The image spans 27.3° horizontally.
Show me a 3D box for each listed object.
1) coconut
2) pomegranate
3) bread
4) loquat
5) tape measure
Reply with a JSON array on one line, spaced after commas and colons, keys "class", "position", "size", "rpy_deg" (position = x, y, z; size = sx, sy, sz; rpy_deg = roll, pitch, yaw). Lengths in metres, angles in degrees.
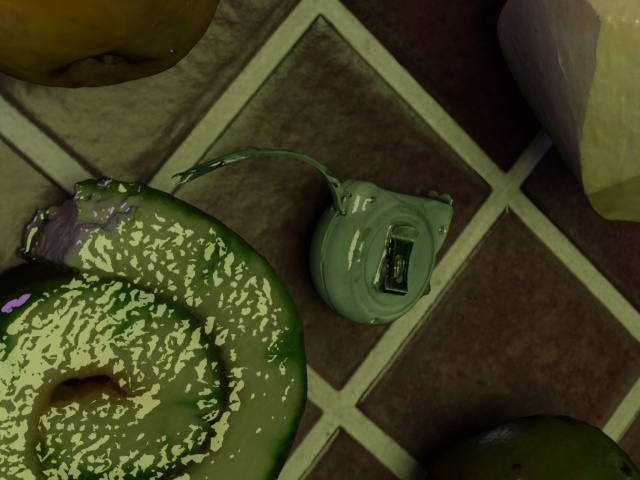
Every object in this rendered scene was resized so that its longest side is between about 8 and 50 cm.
[{"class": "coconut", "position": [0.384, -0.194, 1.338], "size": [0.415, 0.415, 0.344], "rpy_deg": [-51, 156, -12]}, {"class": "pomegranate", "position": [0.267, 0.327, 1.389], "size": [0.323, 0.291, 0.290], "rpy_deg": [4, 93, -25]}, {"class": "bread", "position": [-0.195, 0.131, 1.236], "size": [0.366, 0.129, 0.381], "rpy_deg": [-7, 98, -23]}, {"class": "loquat", "position": [-0.217, -0.266, 1.124], "size": [0.275, 0.275, 0.274], "rpy_deg": [-3, 96, -24]}, {"class": "tape measure", "position": [0.001, -0.001, 1.295], "size": [0.330, 0.084, 0.164], "rpy_deg": [7, 91, -45]}]
